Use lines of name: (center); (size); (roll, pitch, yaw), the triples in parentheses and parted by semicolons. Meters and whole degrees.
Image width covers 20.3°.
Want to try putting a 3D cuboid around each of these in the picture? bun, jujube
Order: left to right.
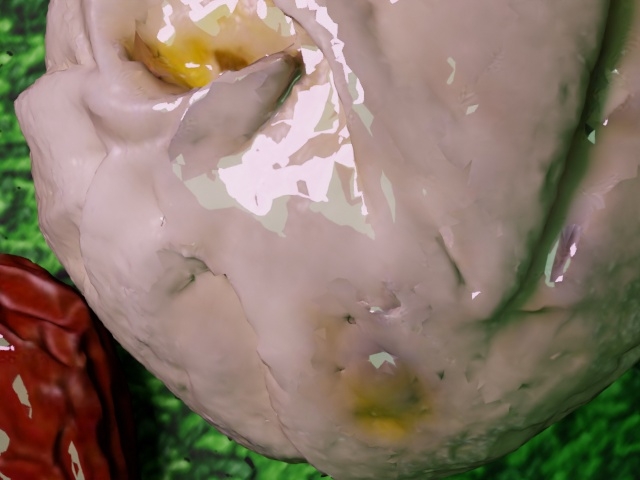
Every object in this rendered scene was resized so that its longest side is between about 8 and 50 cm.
jujube: (-0.193, 0.136, 1.065); (0.174, 0.174, 0.250); (-17, 80, 25)
bun: (0.017, -0.064, 0.866); (0.365, 0.219, 0.365); (-2, 85, 21)

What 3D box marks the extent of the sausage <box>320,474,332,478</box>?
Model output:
sausage: (0.000, 0.000, 1.020); (0.083, 0.083, 0.264); (-21, 80, 25)
